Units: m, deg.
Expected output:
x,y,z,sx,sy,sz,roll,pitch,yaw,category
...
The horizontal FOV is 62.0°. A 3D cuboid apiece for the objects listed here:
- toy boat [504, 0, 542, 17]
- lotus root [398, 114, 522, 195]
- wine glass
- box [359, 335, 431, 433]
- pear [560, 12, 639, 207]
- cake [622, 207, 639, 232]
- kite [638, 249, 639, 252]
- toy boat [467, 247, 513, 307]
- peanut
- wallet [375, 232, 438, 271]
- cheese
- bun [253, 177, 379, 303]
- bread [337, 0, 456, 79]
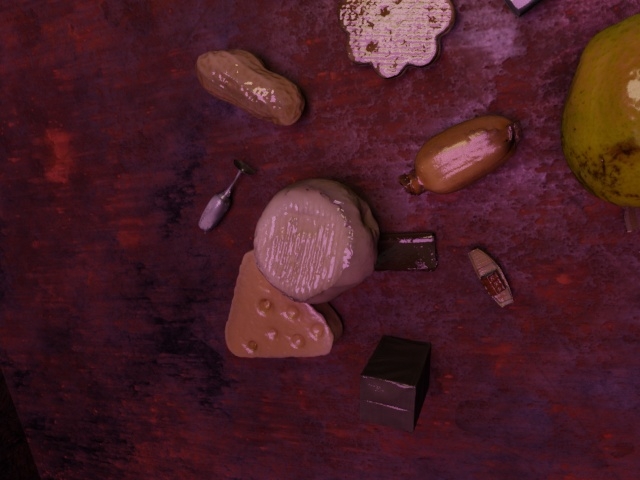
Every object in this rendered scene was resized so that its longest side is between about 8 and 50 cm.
x,y,z,sx,sy,sz,roll,pitch,yaw,category
0.504,-0.577,1.110,0.260,0.085,0.078,-39,91,18,toy boat
0.335,-0.202,1.274,0.303,0.131,0.146,-28,97,25,lotus root
-0.291,-0.125,1.599,0.074,0.074,0.262,42,119,5,wine glass
0.212,0.391,1.476,0.149,0.231,0.155,6,111,21,box
0.646,-0.257,1.004,0.391,0.391,0.390,7,111,20,pear
0.707,-0.039,1.183,0.052,0.121,0.065,-17,109,33,cake
0.778,0.008,1.235,0.044,0.002,0.078,40,119,5,kite
0.439,0.093,1.372,0.065,0.066,0.172,-30,94,31,toy boat
-0.183,-0.410,1.413,0.313,0.152,0.152,30,117,11,peanut
0.218,0.032,1.461,0.198,0.031,0.110,-1,108,24,wallet
-0.102,0.225,1.620,0.384,0.104,0.383,8,110,21,cheese
0.000,0.000,1.435,0.360,0.211,0.359,1,92,32,bun
0.173,-0.493,1.282,0.287,0.056,0.207,14,109,18,bread
